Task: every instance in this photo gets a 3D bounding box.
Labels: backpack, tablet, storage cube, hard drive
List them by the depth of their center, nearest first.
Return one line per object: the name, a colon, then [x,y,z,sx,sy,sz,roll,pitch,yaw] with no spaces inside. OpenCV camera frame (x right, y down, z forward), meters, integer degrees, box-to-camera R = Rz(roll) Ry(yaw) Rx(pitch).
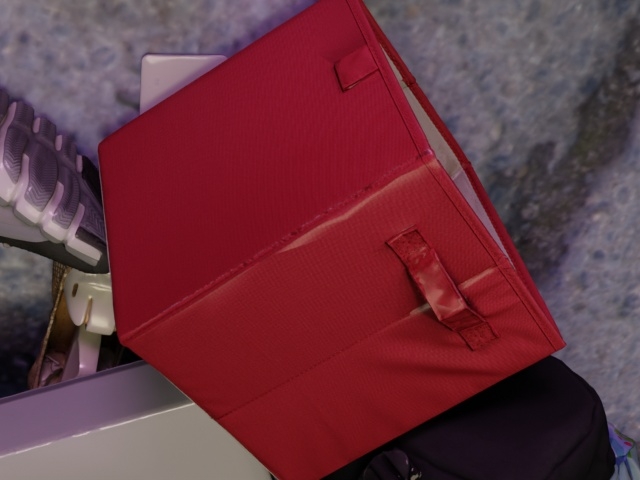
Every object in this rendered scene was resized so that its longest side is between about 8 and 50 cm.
storage cube: [0.000,0.000,0.676,0.193,0.215,0.183,-30,131,12]
tablet: [-0.089,-0.082,0.721,0.054,0.006,0.083,-2,128,-14]
backpack: [0.117,0.234,0.840,0.273,0.290,0.355,-22,114,-35]
hard drive: [-0.149,0.214,0.863,0.233,0.047,0.353,-15,143,-3]

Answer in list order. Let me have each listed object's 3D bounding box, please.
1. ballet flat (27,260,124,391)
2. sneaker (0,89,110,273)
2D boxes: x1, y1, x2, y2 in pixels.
ballet flat: [-0.154,0.057,0.772,0.073,0.067,0.206,6,125,-20]
sneaker: [-0.235,-0.034,0.679,0.132,0.086,0.229,-38,117,21]
